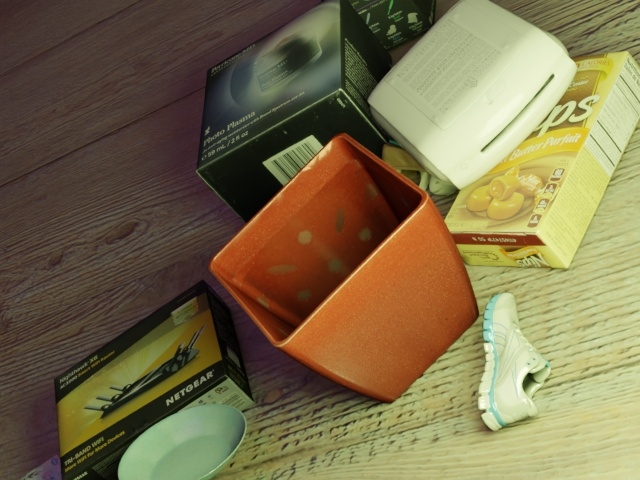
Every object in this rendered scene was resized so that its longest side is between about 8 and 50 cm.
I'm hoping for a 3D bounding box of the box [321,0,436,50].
[{"bbox_3d":[0.076,-0.481,2.304,0.143,0.270,0.165,-23,40,29],"label":"box"}]

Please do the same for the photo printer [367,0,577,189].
[{"bbox_3d":[0.216,-0.213,1.872,0.256,0.107,0.307,-46,27,5],"label":"photo printer"}]

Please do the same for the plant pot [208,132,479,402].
[{"bbox_3d":[0.055,0.058,1.776,0.267,0.236,0.267,-45,34,-1],"label":"plant pot"}]

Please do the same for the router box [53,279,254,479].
[{"bbox_3d":[-0.266,0.233,2.044,0.309,0.081,0.243,-34,36,9],"label":"router box"}]

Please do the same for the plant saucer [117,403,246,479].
[{"bbox_3d":[-0.187,0.302,1.838,0.195,0.037,0.195,-19,24,9],"label":"plant saucer"}]

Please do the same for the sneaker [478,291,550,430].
[{"bbox_3d":[0.249,0.147,1.643,0.083,0.071,0.190,-14,52,27],"label":"sneaker"}]

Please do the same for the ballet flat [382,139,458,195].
[{"bbox_3d":[0.174,-0.102,1.991,0.232,0.080,0.073,18,95,55],"label":"ballet flat"}]

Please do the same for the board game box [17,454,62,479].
[{"bbox_3d":[-0.444,0.394,2.101,0.090,0.020,0.090,-33,32,-11],"label":"board game box"}]

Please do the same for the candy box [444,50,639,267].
[{"bbox_3d":[0.314,-0.112,1.823,0.183,0.087,0.316,1,55,49],"label":"candy box"}]

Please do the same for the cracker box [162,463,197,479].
[{"bbox_3d":[-0.181,0.411,1.788,0.232,0.067,0.156,11,60,50],"label":"cracker box"}]

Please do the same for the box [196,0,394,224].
[{"bbox_3d":[-0.041,-0.219,2.224,0.296,0.183,0.294,-27,36,22],"label":"box"}]
